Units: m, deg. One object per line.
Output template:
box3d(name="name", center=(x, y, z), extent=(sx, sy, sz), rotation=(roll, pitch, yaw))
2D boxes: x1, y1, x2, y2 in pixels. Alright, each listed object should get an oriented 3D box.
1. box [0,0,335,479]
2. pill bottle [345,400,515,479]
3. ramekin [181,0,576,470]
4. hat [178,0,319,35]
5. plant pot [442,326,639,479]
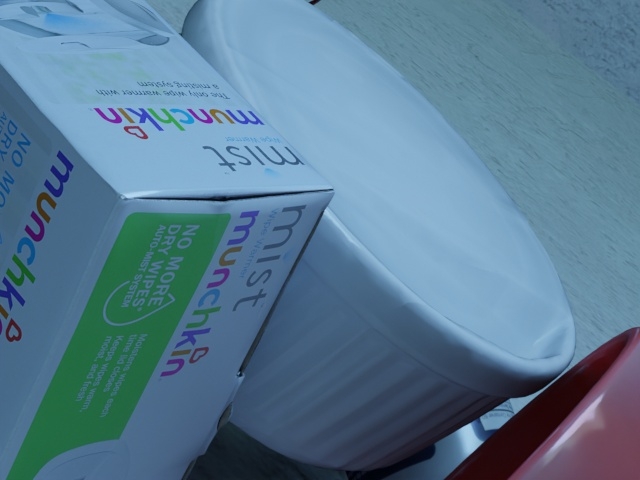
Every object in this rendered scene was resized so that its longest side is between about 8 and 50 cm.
box3d(name="box", center=(-0.149, 0.015, 0.719), extent=(0.126, 0.262, 0.231), rotation=(-3, 41, -47))
box3d(name="pill bottle", center=(0.066, 0.120, 0.973), extent=(0.112, 0.112, 0.187), rotation=(8, 57, -49))
box3d(name="ramekin", center=(0.000, 0.000, 0.831), extent=(0.273, 0.127, 0.273), rotation=(40, 21, -19))
box3d(name="hat", center=(-0.034, -0.222, 1.584), extent=(0.173, 0.183, 0.208), rotation=(11, 29, -47))
box3d(name="plant pot", center=(0.130, 0.219, 0.720), extent=(0.243, 0.275, 0.275), rotation=(46, 21, 5))
